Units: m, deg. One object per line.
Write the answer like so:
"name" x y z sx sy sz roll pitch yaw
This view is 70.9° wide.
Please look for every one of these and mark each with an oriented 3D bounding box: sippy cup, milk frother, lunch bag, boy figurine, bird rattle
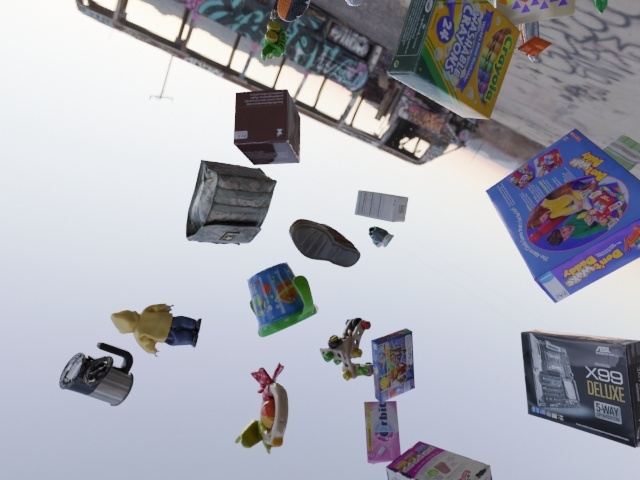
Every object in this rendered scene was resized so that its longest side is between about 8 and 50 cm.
"sippy cup" -0.156 0.209 1.657 0.224 0.305 0.240 66 -167 6
"milk frother" -0.483 0.314 1.013 0.134 0.129 0.143 42 173 -41
"lunch bag" -0.312 -0.108 1.535 0.235 0.287 0.169 2 -153 -40
"boy figurine" -0.543 0.292 1.479 0.285 0.092 0.177 11 -114 -15
"bird rattle" -0.134 0.487 1.301 0.143 0.254 0.207 22 165 -23

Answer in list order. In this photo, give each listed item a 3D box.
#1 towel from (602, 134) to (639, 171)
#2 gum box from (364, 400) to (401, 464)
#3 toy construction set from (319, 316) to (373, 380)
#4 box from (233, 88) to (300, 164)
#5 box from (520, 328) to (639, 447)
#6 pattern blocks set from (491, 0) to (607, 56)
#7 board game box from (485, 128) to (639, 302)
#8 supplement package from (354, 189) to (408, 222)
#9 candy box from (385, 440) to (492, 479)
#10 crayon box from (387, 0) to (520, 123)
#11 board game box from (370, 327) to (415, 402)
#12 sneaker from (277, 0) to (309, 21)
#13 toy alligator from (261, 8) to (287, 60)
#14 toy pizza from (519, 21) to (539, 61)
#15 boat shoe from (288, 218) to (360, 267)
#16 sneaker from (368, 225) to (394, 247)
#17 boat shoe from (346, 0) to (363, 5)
"towel" 0.956 -0.270 1.433 0.113 0.152 0.023 50 174 35
"gum box" 0.200 0.620 1.455 0.107 0.189 0.062 -4 159 5
"toy construction set" 0.141 0.470 1.747 0.308 0.258 0.237 23 -152 35
"box" -0.160 -0.348 1.413 0.168 0.167 0.203 0 171 8
"box" 0.693 0.374 1.198 0.076 0.243 0.307 -3 177 -25
"pattern blocks set" 0.474 -0.567 1.011 0.324 0.286 0.026 3 -154 10
"board game box" 0.496 -0.066 0.908 0.078 0.233 0.347 42 -153 -22
"supplement package" 0.242 -0.137 1.788 0.179 0.105 0.105 14 -169 34
"candy box" 0.316 0.636 1.205 0.159 0.071 0.233 -14 -175 -39
"crayon box" 0.308 -0.396 0.964 0.322 0.203 0.083 11 -171 -39
"board game box" 0.227 0.386 1.394 0.136 0.201 0.035 -12 -164 -25
"sneaker" -0.057 -0.888 1.559 0.099 0.262 0.121 31 -146 -16
"toy alligator" -0.103 -0.484 1.061 0.051 0.056 0.190 12 -124 -10
"toy pizza" 0.588 -0.609 1.274 0.032 0.201 0.201 -1 -176 35
"boat shoe" 0.000 0.000 1.455 0.307 0.111 0.104 31 -162 -44
"sneaker" 0.193 -0.020 1.507 0.076 0.065 0.166 38 174 -2
"boat shoe" 0.090 -0.932 1.459 0.113 0.306 0.105 -23 -150 -26
